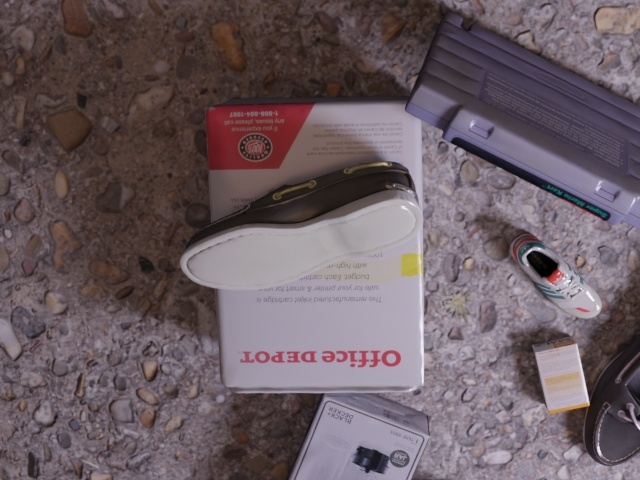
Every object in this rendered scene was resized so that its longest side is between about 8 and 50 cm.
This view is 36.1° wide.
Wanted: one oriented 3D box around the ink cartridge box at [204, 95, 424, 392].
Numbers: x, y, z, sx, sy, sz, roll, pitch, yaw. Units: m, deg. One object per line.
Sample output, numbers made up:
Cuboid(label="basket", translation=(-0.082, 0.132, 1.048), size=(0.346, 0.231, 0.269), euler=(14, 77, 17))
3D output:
Cuboid(label="ink cartridge box", translation=(0.000, 0.000, 1.343), size=(0.279, 0.160, 0.385), euler=(0, 101, 5))

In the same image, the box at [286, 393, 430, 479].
Cuboid(label="box", translation=(0.032, 0.369, 1.456), size=(0.169, 0.087, 0.290), euler=(20, 102, 0))

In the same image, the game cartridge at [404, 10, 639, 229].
Cuboid(label="game cartridge", translation=(0.290, -0.151, 1.260), size=(0.355, 0.230, 0.068), euler=(27, 134, -2))

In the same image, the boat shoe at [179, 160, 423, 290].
Cuboid(label="boat shoe", translation=(-0.027, -0.020, 1.213), size=(0.305, 0.091, 0.109), euler=(-15, 136, 10))

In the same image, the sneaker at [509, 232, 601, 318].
Cuboid(label="sneaker", translation=(0.332, 0.058, 1.375), size=(0.161, 0.075, 0.057), euler=(44, 101, -5))

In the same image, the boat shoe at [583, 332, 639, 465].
Cuboid(label="boat shoe", translation=(0.479, 0.186, 1.381), size=(0.112, 0.095, 0.335), euler=(29, 102, -2))

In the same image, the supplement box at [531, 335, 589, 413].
Cuboid(label="supplement box", translation=(0.348, 0.195, 1.423), size=(0.062, 0.036, 0.098), euler=(-12, 101, 7))
